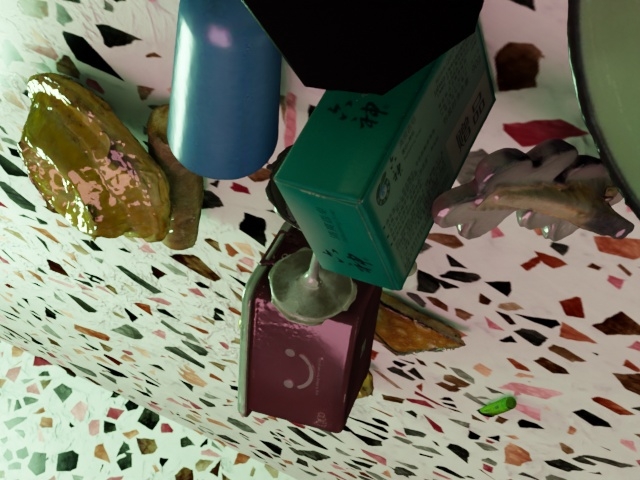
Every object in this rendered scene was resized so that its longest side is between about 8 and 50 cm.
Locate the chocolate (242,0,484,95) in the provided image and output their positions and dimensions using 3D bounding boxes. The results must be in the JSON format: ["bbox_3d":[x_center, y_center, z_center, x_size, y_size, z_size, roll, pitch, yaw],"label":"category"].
[{"bbox_3d":[0.023,-0.266,0.820,0.224,0.206,0.177,51,-169,-27],"label":"chocolate"}]

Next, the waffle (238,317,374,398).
[{"bbox_3d":[-0.021,0.210,1.870,0.283,0.065,0.309,26,159,7],"label":"waffle"}]

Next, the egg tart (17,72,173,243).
[{"bbox_3d":[-0.327,-0.100,1.394,0.290,0.115,0.290,38,156,20],"label":"egg tart"}]

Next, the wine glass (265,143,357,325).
[{"bbox_3d":[0.000,0.000,1.251,0.156,0.156,0.232,22,146,8],"label":"wine glass"}]

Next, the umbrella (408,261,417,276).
[{"bbox_3d":[0.075,0.000,1.353,0.143,0.062,0.067,40,121,-15],"label":"umbrella"}]

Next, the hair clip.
[{"bbox_3d":[0.223,-0.042,0.975,0.257,0.075,0.146,6,147,-33],"label":"hair clip"}]

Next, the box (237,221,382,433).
[{"bbox_3d":[-0.011,0.135,1.473,0.168,0.193,0.294,15,130,10],"label":"box"}]

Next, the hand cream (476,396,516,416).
[{"bbox_3d":[0.311,0.296,1.758,0.036,0.023,0.122,17,158,-7],"label":"hand cream"}]

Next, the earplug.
[{"bbox_3d":[-0.100,-0.189,1.073,0.132,0.132,0.273,24,152,5],"label":"earplug"}]

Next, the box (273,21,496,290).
[{"bbox_3d":[0.069,-0.098,0.934,0.092,0.245,0.153,17,153,28],"label":"box"}]

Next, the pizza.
[{"bbox_3d":[0.146,0.131,1.576,0.176,0.036,0.184,4,146,37],"label":"pizza"}]

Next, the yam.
[{"bbox_3d":[-0.210,-0.081,1.451,0.081,0.081,0.356,25,154,3],"label":"yam"}]

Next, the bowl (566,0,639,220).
[{"bbox_3d":[0.335,-0.140,0.579,0.185,0.353,0.354,-10,174,-30],"label":"bowl"}]
